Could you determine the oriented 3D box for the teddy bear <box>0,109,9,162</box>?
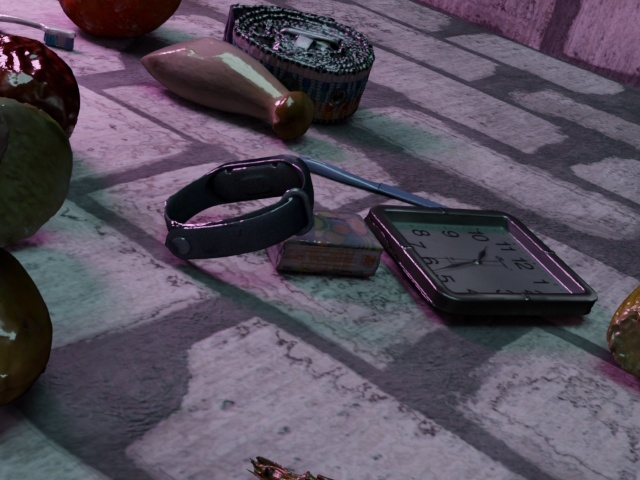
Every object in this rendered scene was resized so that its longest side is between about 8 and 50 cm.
[{"bbox_3d":[-0.439,-0.059,1.016,0.267,0.151,0.236,-43,38,-18],"label":"teddy bear"}]

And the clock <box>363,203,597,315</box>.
[{"bbox_3d":[0.229,0.032,1.456,0.279,0.049,0.273,3,29,-25],"label":"clock"}]

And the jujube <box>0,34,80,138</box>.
[{"bbox_3d":[-0.440,-0.209,1.418,0.183,0.183,0.243,0,19,-29],"label":"jujube"}]

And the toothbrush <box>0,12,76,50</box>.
[{"bbox_3d":[-0.681,-0.439,1.913,0.418,0.040,0.042,14,27,-4],"label":"toothbrush"}]

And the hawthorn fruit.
[{"bbox_3d":[-0.419,-0.549,2.035,0.284,0.284,0.284,13,25,-6],"label":"hawthorn fruit"}]

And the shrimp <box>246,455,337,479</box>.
[{"bbox_3d":[0.010,0.236,0.921,0.162,0.045,0.095,25,27,24],"label":"shrimp"}]

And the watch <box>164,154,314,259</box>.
[{"bbox_3d":[-0.104,-0.045,1.324,0.206,0.068,0.193,-2,32,21],"label":"watch"}]

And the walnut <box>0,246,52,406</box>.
[{"bbox_3d":[-0.333,0.078,0.955,0.137,0.137,0.245,0,29,-30],"label":"walnut"}]

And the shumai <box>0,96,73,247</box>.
[{"bbox_3d":[-0.414,-0.092,1.203,0.201,0.201,0.120,-8,16,-40],"label":"shumai"}]

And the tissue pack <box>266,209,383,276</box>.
[{"bbox_3d":[0.000,0.000,1.379,0.148,0.060,0.108,5,29,-20],"label":"tissue pack"}]

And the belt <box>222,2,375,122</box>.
[{"bbox_3d":[-0.052,-0.337,1.935,0.295,0.160,0.207,10,43,-8],"label":"belt"}]

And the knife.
[{"bbox_3d":[0.108,-0.088,1.677,0.313,0.019,0.044,20,23,5],"label":"knife"}]

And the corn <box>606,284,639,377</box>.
[{"bbox_3d":[0.508,0.098,1.385,0.131,0.131,0.344,32,29,30],"label":"corn"}]

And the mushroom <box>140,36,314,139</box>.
[{"bbox_3d":[-0.171,-0.289,1.808,0.350,0.128,0.128,28,28,15],"label":"mushroom"}]
